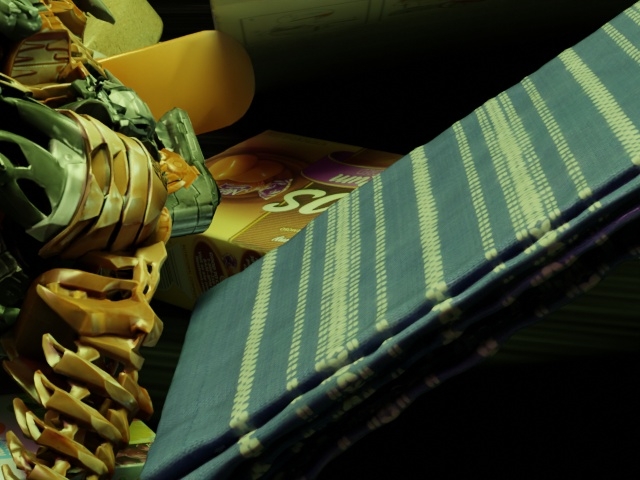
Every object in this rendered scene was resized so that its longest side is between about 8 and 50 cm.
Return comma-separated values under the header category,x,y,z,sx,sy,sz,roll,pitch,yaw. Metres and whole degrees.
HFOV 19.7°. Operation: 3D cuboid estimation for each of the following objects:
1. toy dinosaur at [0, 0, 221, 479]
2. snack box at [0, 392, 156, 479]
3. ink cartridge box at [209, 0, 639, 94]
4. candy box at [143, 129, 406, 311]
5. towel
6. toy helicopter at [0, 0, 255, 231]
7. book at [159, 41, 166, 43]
category,x,y,z,sx,sy,sz,roll,pitch,yaw
toy dinosaur,-0.128,-0.020,0.679,0.218,0.164,0.322,9,17,-26
snack box,-0.132,0.088,0.678,0.141,0.037,0.100,-4,12,-23
ink cartridge box,0.088,-0.165,1.015,0.308,0.091,0.385,-10,-3,-1
candy box,0.000,0.000,0.869,0.109,0.053,0.186,-28,26,-34
towel,0.086,-0.023,0.651,0.336,0.040,0.243,-33,11,8
toy helicopter,-0.180,-0.014,0.871,0.235,0.140,0.355,-14,31,39
book,-0.145,-0.114,1.259,0.144,0.035,0.096,4,21,35
